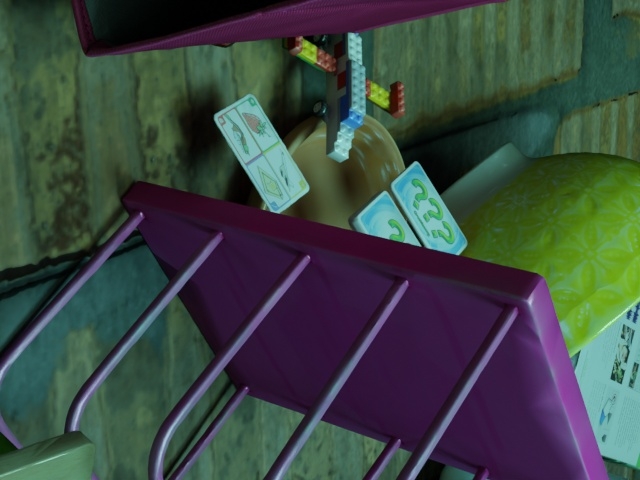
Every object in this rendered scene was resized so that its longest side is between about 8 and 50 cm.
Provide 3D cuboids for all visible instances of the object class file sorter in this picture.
[{"bbox_3d":[-0.017,0.119,0.732,0.182,0.291,0.202,-53,138,-28],"label":"file sorter"}]

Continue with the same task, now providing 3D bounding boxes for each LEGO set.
[{"bbox_3d":[0.020,-0.069,0.857,0.244,0.060,0.182,58,38,-7],"label":"LEGO set"}]

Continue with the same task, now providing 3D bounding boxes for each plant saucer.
[{"bbox_3d":[0.000,0.000,0.940,0.200,0.037,0.200,-19,114,-50],"label":"plant saucer"}]

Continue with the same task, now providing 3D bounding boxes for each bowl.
[{"bbox_3d":[0.163,0.012,1.042,0.156,0.289,0.289,51,45,4],"label":"bowl"}]

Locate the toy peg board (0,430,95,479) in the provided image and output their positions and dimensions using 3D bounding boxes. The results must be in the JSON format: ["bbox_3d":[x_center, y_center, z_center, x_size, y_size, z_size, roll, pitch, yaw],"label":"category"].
[{"bbox_3d":[-0.214,0.173,0.656,0.161,0.079,0.160,-14,126,-44],"label":"toy peg board"}]

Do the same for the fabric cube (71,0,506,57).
[{"bbox_3d":[0.026,-0.248,0.679,0.258,0.259,0.254,-14,97,-52],"label":"fabric cube"}]

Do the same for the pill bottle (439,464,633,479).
[{"bbox_3d":[0.189,0.418,1.157,0.229,0.229,0.407,7,93,-55],"label":"pill bottle"}]

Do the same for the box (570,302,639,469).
[{"bbox_3d":[0.335,0.134,1.439,0.322,0.058,0.232,26,78,-53],"label":"box"}]
